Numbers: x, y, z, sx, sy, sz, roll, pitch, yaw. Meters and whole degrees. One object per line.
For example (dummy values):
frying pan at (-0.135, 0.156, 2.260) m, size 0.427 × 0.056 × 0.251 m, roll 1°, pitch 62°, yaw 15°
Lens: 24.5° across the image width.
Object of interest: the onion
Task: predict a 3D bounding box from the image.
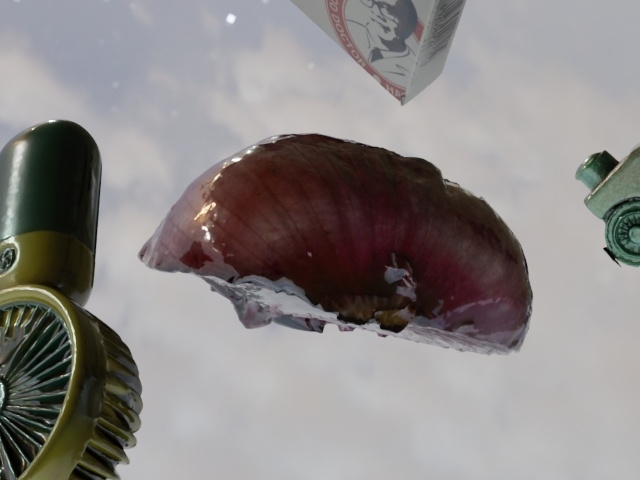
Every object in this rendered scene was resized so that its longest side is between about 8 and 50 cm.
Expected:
onion at (0.000, 0.000, 0.920) m, size 0.227 × 0.120 × 0.283 m, roll 17°, pitch 171°, yaw -21°

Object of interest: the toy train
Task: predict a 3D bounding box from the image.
toy train at (0.419, 0.010, 1.580) m, size 0.326 × 0.159 × 0.129 m, roll 46°, pitch -165°, yaw 6°

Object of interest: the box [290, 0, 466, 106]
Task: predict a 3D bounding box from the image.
box at (-0.019, -0.298, 1.283) m, size 0.353 × 0.214 × 0.069 m, roll 43°, pitch -112°, yaw 13°

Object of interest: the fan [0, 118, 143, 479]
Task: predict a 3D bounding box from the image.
fan at (-0.092, 0.027, 0.481) m, size 0.039 × 0.082 × 0.155 m, roll 38°, pitch -138°, yaw -43°
